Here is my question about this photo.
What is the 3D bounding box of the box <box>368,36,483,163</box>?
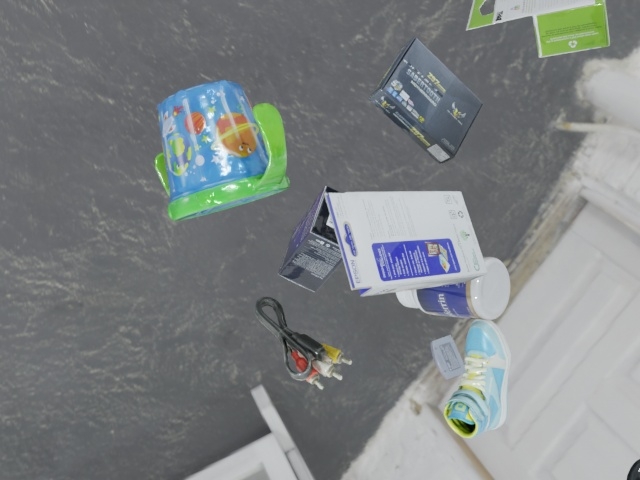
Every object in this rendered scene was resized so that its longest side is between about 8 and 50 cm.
[{"bbox_3d":[0.243,-0.316,1.594,0.232,0.059,0.183,41,61,-15],"label":"box"}]

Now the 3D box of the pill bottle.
[{"bbox_3d":[0.325,0.114,1.766,0.153,0.264,0.153,0,90,-43],"label":"pill bottle"}]

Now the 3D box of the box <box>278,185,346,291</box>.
[{"bbox_3d":[0.000,0.000,1.662,0.108,0.153,0.207,26,140,-11],"label":"box"}]

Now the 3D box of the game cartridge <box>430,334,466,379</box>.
[{"bbox_3d":[0.260,0.240,1.444,0.055,0.083,0.017,-13,162,-24],"label":"game cartridge"}]

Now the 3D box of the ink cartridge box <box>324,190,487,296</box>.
[{"bbox_3d":[0.136,0.001,1.189,0.332,0.166,0.065,-2,161,-40],"label":"ink cartridge box"}]

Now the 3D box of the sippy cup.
[{"bbox_3d":[-0.200,-0.173,1.333,0.305,0.240,0.224,-16,92,10],"label":"sippy cup"}]

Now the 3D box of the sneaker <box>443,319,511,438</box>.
[{"bbox_3d":[0.413,0.379,1.882,0.208,0.127,0.319,-13,98,-48],"label":"sneaker"}]

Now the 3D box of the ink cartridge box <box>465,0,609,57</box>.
[{"bbox_3d":[0.437,-0.451,1.413,0.255,0.189,0.097,-5,130,25],"label":"ink cartridge box"}]

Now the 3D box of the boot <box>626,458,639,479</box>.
[{"bbox_3d":[0.486,0.372,0.923,0.094,0.246,0.207,-55,169,-9],"label":"boot"}]

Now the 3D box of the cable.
[{"bbox_3d":[-0.071,0.243,1.642,0.139,0.287,0.072,-34,139,-33],"label":"cable"}]
